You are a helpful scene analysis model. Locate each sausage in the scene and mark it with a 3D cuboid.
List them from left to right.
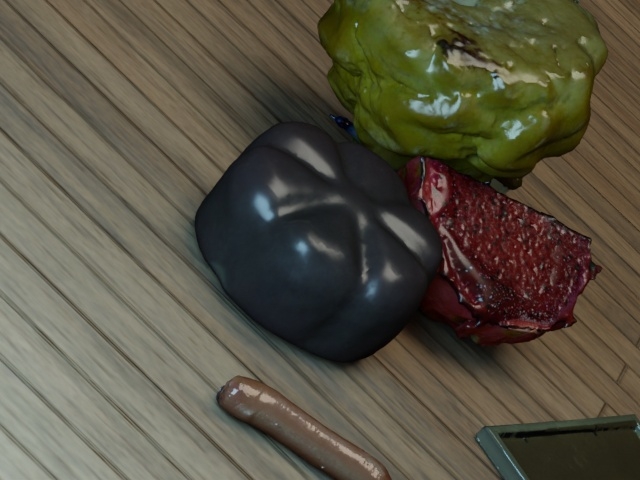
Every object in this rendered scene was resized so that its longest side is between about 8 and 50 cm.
[{"bbox_3d":[-0.007,0.173,1.633,0.186,0.043,0.043,36,27,-14],"label":"sausage"}]

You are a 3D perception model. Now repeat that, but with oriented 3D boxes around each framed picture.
[{"bbox_3d":[0.307,0.276,1.943,0.315,0.024,0.232,5,45,-53],"label":"framed picture"}]

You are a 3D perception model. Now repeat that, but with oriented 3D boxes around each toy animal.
[{"bbox_3d":[0.090,-0.101,2.190,0.217,0.041,0.075,12,33,-53],"label":"toy animal"}]

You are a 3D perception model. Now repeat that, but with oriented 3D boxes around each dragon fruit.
[{"bbox_3d":[0.164,0.023,1.997,0.262,0.163,0.189,21,-1,-30],"label":"dragon fruit"}]

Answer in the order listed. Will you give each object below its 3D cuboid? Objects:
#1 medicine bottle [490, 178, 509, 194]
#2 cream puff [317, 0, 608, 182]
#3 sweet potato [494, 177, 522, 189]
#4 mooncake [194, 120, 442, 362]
[{"bbox_3d":[0.201,-0.119,2.332,0.055,0.074,0.118,10,40,-48],"label":"medicine bottle"},{"bbox_3d":[0.132,-0.169,2.041,0.291,0.257,0.324,-19,56,-36],"label":"cream puff"},{"bbox_3d":[0.150,-0.146,2.301,0.269,0.074,0.075,51,26,24],"label":"sweet potato"},{"bbox_3d":[0.000,0.000,1.813,0.245,0.133,0.245,26,35,-21],"label":"mooncake"}]
